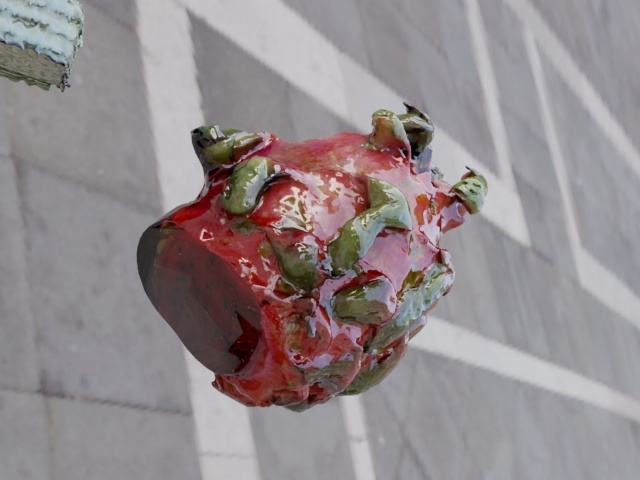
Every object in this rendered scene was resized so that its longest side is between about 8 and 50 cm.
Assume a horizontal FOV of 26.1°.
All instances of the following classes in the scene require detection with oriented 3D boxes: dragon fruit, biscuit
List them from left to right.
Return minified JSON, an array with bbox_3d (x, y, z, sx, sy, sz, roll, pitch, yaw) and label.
[{"bbox_3d":[-0.200,-0.126,0.734,0.250,0.147,0.046,-165,-88,-80],"label":"biscuit"},{"bbox_3d":[0.000,0.000,0.763,0.172,0.160,0.166,-31,109,-42],"label":"dragon fruit"}]
